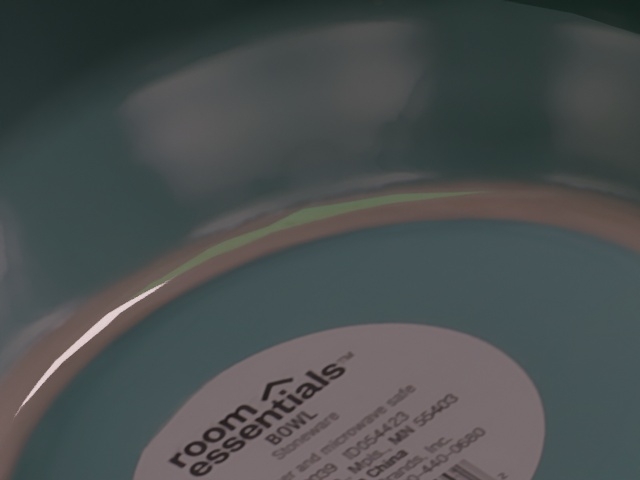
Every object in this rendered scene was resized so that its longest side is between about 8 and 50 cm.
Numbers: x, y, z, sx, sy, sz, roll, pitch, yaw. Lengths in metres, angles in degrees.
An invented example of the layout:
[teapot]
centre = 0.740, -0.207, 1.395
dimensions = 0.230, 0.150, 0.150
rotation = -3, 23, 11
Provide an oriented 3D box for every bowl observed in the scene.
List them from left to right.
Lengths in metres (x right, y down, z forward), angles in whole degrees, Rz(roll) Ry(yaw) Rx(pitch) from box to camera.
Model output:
[bowl]
centre = 0.000, 0.000, 0.456
dimensions = 0.311, 0.163, 0.311
rotation = -8, 135, -9
